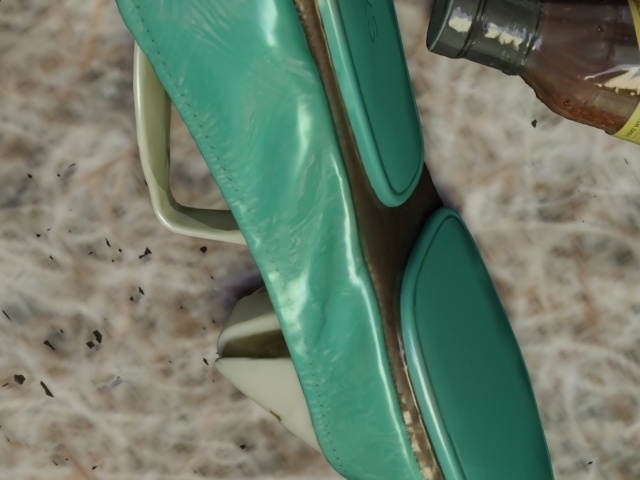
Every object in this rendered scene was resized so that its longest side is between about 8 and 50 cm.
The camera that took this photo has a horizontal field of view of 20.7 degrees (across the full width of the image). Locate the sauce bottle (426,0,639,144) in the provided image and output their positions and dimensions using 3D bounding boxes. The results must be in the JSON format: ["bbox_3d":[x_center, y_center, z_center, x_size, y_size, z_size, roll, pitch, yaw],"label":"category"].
[{"bbox_3d":[0.095,-0.049,0.517,0.128,0.042,0.042,16,110,-11],"label":"sauce bottle"}]

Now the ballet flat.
[{"bbox_3d":[0.000,0.000,0.522,0.087,0.083,0.247,-8,114,27],"label":"ballet flat"}]
